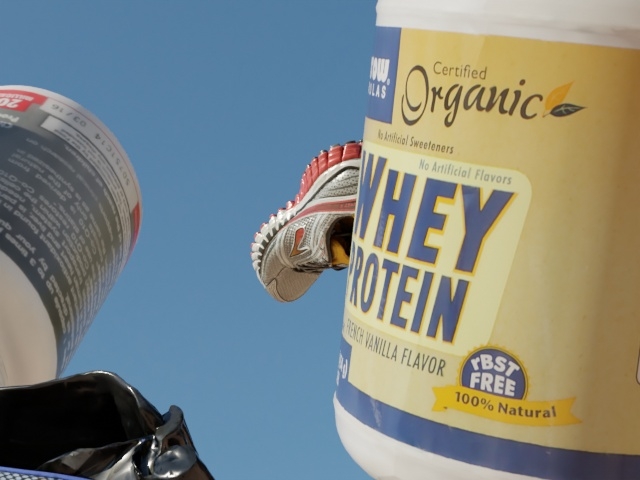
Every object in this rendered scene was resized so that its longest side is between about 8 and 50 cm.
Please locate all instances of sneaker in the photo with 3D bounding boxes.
[{"bbox_3d":[0.000,0.000,1.380,0.088,0.093,0.225,-9,-29,-31],"label":"sneaker"}]

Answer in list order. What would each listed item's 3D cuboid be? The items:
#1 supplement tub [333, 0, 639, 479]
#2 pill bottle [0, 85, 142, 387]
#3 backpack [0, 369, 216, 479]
[{"bbox_3d":[0.132,-0.032,0.698,0.228,0.316,0.228,6,8,-1],"label":"supplement tub"},{"bbox_3d":[-0.217,0.029,0.824,0.161,0.283,0.161,4,-63,7],"label":"pill bottle"},{"bbox_3d":[-0.181,0.195,0.566,0.263,0.213,0.277,13,-47,11],"label":"backpack"}]
